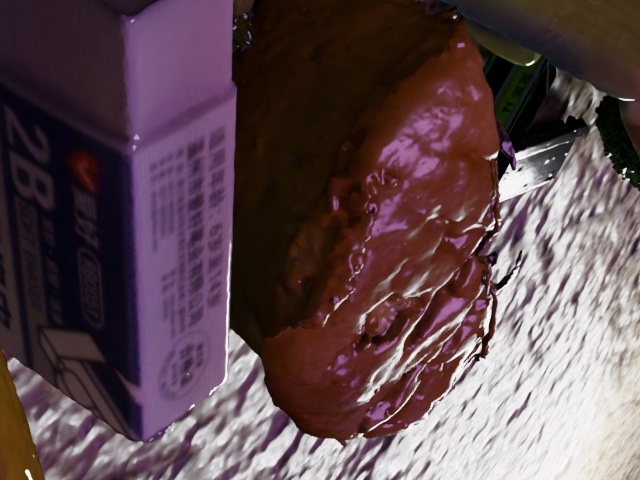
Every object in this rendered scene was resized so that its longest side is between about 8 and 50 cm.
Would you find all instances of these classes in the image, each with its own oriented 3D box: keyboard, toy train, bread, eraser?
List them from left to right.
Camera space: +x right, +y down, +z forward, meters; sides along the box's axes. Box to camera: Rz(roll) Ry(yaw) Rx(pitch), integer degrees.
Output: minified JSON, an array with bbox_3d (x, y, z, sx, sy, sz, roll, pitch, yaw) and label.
[{"bbox_3d":[-0.096,-0.032,0.533,0.068,0.124,0.210,-34,144,-36],"label":"eraser"},{"bbox_3d":[0.001,-0.001,0.688,0.147,0.160,0.260,-33,149,-23],"label":"bread"},{"bbox_3d":[0.088,-0.040,0.849,0.209,0.042,0.044,-60,159,-17],"label":"toy train"},{"bbox_3d":[0.129,-0.049,0.964,0.195,0.018,0.060,-20,142,-47],"label":"keyboard"}]

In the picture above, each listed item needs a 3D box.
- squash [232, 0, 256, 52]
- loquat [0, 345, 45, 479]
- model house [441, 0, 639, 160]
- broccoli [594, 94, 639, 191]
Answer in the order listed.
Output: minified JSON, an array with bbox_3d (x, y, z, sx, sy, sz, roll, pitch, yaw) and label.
[{"bbox_3d":[-0.045,-0.159,0.561,0.052,0.052,0.183,-38,147,-30],"label":"squash"},{"bbox_3d":[-0.207,0.085,0.370,0.275,0.275,0.274,-37,145,-31],"label":"loquat"},{"bbox_3d":[0.211,-0.181,0.702,0.261,0.321,0.266,-56,171,-33],"label":"model house"},{"bbox_3d":[0.329,-0.152,0.958,0.297,0.298,0.297,-39,120,-28],"label":"broccoli"}]
